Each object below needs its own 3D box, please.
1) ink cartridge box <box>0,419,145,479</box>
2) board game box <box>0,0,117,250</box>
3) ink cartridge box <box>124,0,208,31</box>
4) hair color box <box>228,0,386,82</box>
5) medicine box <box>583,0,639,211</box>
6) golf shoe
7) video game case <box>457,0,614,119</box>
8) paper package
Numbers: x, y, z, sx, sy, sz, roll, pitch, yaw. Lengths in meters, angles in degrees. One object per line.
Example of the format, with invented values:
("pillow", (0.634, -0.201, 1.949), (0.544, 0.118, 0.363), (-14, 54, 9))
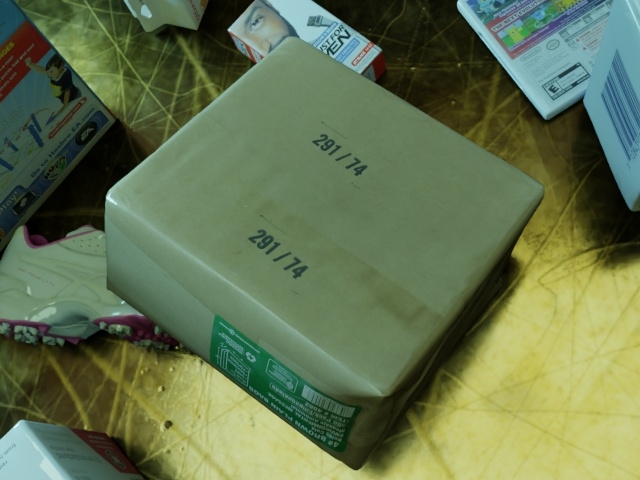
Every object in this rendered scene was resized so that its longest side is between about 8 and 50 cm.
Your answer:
("ink cartridge box", (-0.195, 0.316, 0.872), (0.117, 0.207, 0.283), (-45, 72, -4))
("board game box", (-0.398, -0.100, 0.985), (0.086, 0.302, 0.308), (37, 81, 18))
("ink cartridge box", (-0.185, -0.333, 1.134), (0.090, 0.092, 0.143), (14, 77, 12))
("hair color box", (-0.016, -0.227, 1.094), (0.167, 0.053, 0.093), (38, 83, 19))
("medicine box", (0.432, -0.171, 0.892), (0.289, 0.263, 0.149), (-17, 71, 3))
("golf shoe", (-0.224, 0.046, 1.014), (0.306, 0.115, 0.140), (2, 70, 9))
("video game case", (0.293, -0.262, 1.071), (0.201, 0.023, 0.183), (-32, 71, -1))
("paper package", (0.000, 0.000, 0.910), (0.325, 0.168, 0.309), (34, 58, 15))
